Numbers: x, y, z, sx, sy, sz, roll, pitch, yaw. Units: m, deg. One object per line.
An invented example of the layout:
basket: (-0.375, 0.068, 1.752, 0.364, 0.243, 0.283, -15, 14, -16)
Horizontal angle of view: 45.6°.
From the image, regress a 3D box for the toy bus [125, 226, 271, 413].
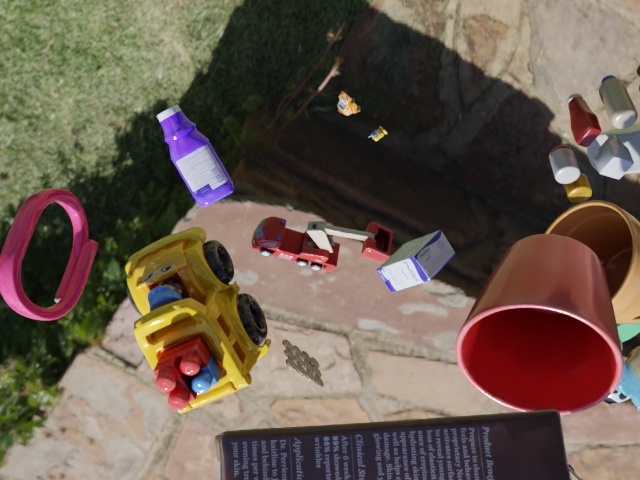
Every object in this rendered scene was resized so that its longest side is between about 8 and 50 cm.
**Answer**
toy bus: (-0.181, 0.119, 1.017, 0.150, 0.211, 0.220, -24, 105, 13)

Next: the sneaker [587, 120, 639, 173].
sneaker: (0.595, -0.165, 1.223, 0.169, 0.293, 0.108, -22, 107, -21)

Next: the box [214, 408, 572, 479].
box: (0.077, 0.296, 0.842, 0.382, 0.191, 0.143, -1, 163, -9)

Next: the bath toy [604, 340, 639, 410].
bath toy: (0.514, 0.249, 1.547, 0.129, 0.348, 0.151, -11, 95, -25)

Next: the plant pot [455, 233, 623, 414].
plant pot: (0.401, 0.135, 1.364, 0.275, 0.243, 0.274, 13, 131, 15)

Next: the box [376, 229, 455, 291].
box: (0.226, 0.050, 1.807, 0.137, 0.126, 0.072, -24, 103, 51)

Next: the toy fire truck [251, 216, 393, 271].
toy fire truck: (0.000, 0.000, 1.181, 0.192, 0.047, 0.135, 17, 154, -15)

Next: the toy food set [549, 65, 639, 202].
toy food set: (0.444, -0.176, 1.215, 0.111, 0.104, 0.232, 13, 137, -16)

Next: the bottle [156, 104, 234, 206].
bottle: (-0.350, -0.234, 2.096, 0.118, 0.092, 0.282, -30, 100, -3)

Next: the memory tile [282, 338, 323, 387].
memory tile: (-0.049, 0.337, 2.084, 0.012, 0.113, 0.148, -40, 124, 17)

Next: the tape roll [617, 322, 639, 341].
tape roll: (0.738, 0.111, 1.993, 0.077, 0.321, 0.321, 24, 131, -29)

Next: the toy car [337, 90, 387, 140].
toy car: (0.079, -0.255, 1.578, 0.040, 0.060, 0.122, -44, 75, 3)

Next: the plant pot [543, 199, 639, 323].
plant pot: (0.673, 0.076, 1.786, 0.204, 0.290, 0.291, 22, 131, -29)

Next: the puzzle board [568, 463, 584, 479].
puzzle board: (0.410, 0.389, 1.217, 0.011, 0.096, 0.128, -37, 123, -4)

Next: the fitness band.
fitness band: (-0.581, 0.028, 1.631, 0.054, 0.290, 0.209, -3, 151, 26)
